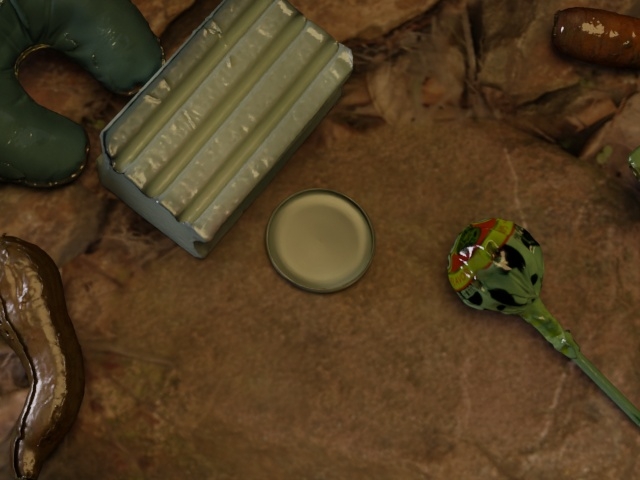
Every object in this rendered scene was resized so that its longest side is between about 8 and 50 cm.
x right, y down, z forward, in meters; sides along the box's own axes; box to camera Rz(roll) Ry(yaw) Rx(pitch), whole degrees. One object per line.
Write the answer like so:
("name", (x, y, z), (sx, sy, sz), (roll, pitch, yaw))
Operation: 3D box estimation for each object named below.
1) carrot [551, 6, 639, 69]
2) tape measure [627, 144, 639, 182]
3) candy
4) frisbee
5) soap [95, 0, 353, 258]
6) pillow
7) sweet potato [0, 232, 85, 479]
("carrot", (0.334, -0.207, 1.445), (0.186, 0.060, 0.060), (9, 70, -5))
("tape measure", (0.401, -0.100, 1.367), (0.177, 0.154, 0.087), (-33, 73, 14))
("candy", (0.245, 0.098, 1.328), (0.305, 0.083, 0.091), (44, 101, 1))
("frisbee", (0.000, 0.000, 1.355), (0.110, 0.014, 0.110), (2, 72, -6))
("soap", (-0.092, -0.125, 1.350), (0.150, 0.094, 0.261), (39, 70, 0))
("pillow", (-0.283, -0.168, 1.325), (0.214, 0.086, 0.233), (37, 80, -9))
("sweet potato", (-0.261, 0.103, 1.264), (0.081, 0.062, 0.233), (-14, 76, 4))
